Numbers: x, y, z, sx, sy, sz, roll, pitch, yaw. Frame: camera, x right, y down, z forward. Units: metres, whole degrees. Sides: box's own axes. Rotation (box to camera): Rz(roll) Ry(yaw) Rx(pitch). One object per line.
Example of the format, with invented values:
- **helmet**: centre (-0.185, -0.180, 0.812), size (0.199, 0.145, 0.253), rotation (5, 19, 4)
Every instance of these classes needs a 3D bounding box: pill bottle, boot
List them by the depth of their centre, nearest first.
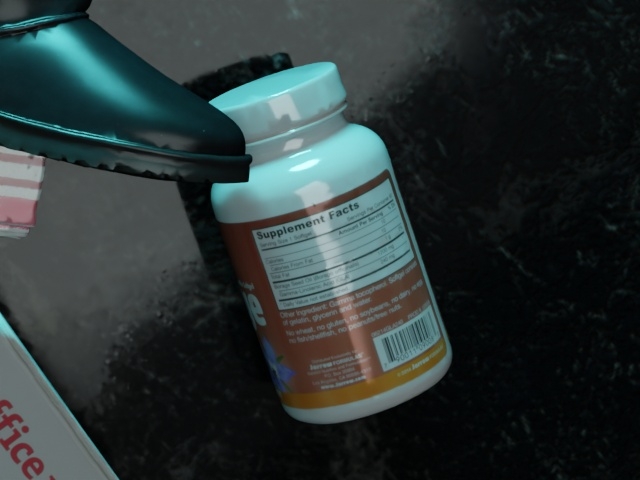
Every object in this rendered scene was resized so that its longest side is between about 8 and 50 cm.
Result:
- **boot**: centre (-0.144, -0.151, 1.130), size (0.246, 0.094, 0.207), rotation (13, 94, 3)
- **pill bottle**: centre (0.000, 0.000, 1.222), size (0.121, 0.121, 0.216), rotation (-21, 103, -11)

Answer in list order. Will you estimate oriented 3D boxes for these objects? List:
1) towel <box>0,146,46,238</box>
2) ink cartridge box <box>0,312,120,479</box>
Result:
- **towel**: centre (-0.242, -0.104, 1.190), size (0.144, 0.029, 0.197), rotation (6, 94, -17)
- **ink cartridge box**: centre (-0.285, 0.182, 1.137), size (0.306, 0.131, 0.226), rotation (-35, 126, -10)
